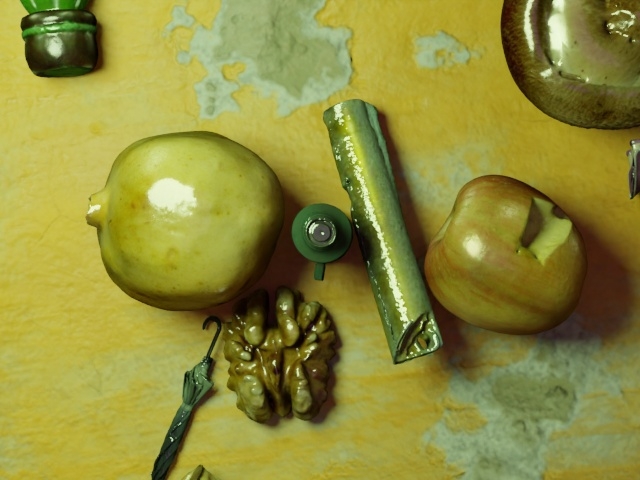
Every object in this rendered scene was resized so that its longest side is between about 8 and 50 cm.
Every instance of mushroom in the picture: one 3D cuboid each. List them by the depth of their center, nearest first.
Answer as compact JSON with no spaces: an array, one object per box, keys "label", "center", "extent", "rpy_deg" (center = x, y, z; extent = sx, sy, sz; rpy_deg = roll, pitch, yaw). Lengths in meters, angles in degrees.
[{"label":"mushroom","center":[0.332,-0.252,1.425],"extent":[0.253,0.153,0.253],"rpy_deg":[0,90,0]}]

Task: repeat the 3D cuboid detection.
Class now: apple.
[{"label":"apple","center":[0.223,0.024,1.426],"extent":[0.199,0.199,0.199],"rpy_deg":[0,91,2]}]

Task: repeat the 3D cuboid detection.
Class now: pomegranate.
[{"label":"pomegranate","center":[-0.154,-0.022,1.421],"extent":[0.233,0.233,0.233],"rpy_deg":[0,91,2]}]

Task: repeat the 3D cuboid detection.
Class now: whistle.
[{"label":"whistle","center":[0.073,-0.013,1.452],"extent":[0.068,0.057,0.326],"rpy_deg":[-22,74,25]}]

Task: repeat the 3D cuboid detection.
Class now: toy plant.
[{"label":"toy plant","center":[-0.324,-0.285,1.483],"extent":[0.093,0.093,0.162],"rpy_deg":[-8,88,2]}]

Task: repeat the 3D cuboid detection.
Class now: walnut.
[{"label":"walnut","center":[-0.050,0.141,1.490],"extent":[0.143,0.069,0.170],"rpy_deg":[-6,88,4]}]

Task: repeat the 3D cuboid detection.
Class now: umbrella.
[{"label":"umbrella","center":[-0.170,0.224,1.511],"extent":[0.044,0.044,0.268],"rpy_deg":[20,93,29]}]

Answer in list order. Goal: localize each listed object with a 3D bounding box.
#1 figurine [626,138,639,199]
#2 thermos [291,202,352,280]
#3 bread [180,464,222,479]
[{"label":"figurine","center":[0.452,-0.068,1.451],"extent":[0.156,0.095,0.114],"rpy_deg":[-3,79,6]},{"label":"thermos","center":[-0.001,-0.005,1.424],"extent":[0.073,0.188,0.083],"rpy_deg":[39,90,2]},{"label":"bread","center":[-0.193,0.393,1.466],"extent":[0.107,0.136,0.241],"rpy_deg":[43,93,-1]}]
